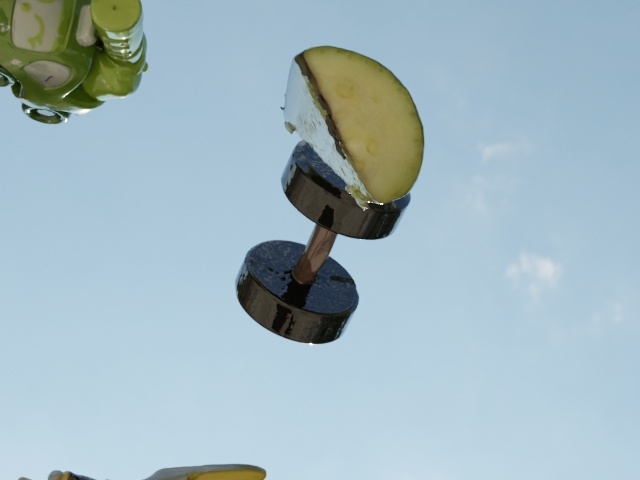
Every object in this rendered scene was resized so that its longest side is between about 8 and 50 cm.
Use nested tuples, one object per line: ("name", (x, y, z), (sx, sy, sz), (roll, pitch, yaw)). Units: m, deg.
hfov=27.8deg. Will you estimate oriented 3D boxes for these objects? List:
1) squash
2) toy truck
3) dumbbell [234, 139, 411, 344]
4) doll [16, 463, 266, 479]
("squash", (0.038, -0.101, 1.317), (0.093, 0.252, 0.169), (-26, -96, -8))
("toy truck", (-0.269, -0.218, 1.429), (0.210, 0.148, 0.187), (2, -20, 14))
("dumbbell", (0.000, 0.000, 1.560), (0.152, 0.152, 0.218), (30, -61, 9))
("doll", (-0.206, 0.322, 1.531), (0.316, 0.103, 0.145), (3, -81, 0))
